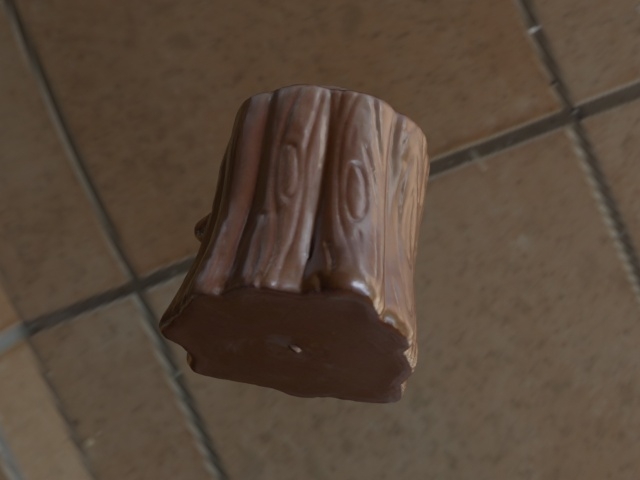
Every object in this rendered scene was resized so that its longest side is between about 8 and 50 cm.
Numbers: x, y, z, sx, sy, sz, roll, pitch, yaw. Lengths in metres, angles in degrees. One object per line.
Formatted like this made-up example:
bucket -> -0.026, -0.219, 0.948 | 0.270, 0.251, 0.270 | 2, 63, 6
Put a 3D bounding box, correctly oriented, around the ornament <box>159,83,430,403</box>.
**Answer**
ornament -> 0.000, 0.000, 1.612 | 0.221, 0.217, 0.235 | 26, 147, -25
